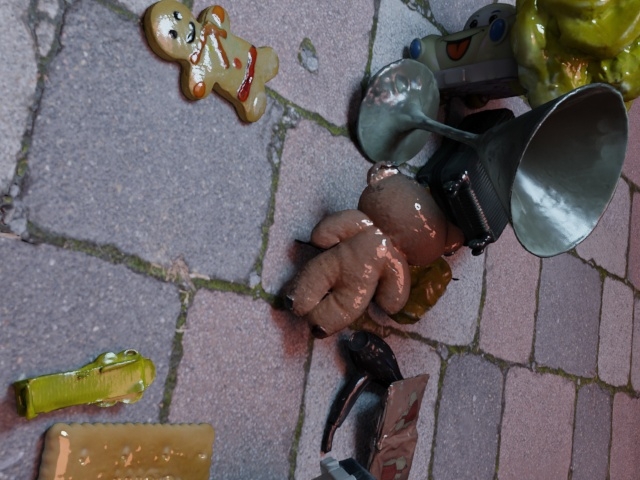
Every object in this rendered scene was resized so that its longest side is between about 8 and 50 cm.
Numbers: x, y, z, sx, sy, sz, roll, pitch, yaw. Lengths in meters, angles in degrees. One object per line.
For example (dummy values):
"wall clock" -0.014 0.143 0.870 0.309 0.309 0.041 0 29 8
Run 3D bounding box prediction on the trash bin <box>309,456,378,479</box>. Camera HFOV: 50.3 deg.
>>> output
"trash bin" -0.063 0.450 0.861 0.367 0.296 0.256 -17 89 -12

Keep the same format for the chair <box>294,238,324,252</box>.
"chair" 0.000 -0.002 1.153 0.086 0.037 0.042 24 81 -46

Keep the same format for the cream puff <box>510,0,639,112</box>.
"cream puff" 0.498 -0.349 1.191 0.291 0.257 0.325 -43 119 -36

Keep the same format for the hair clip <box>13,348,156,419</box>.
"hair clip" -0.286 0.181 0.846 0.173 0.046 0.072 -9 98 -44

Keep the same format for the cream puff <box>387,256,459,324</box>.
"cream puff" 0.161 0.073 1.250 0.121 0.156 0.156 60 41 -69

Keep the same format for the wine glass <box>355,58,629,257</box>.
"wine glass" 0.255 -0.163 1.132 0.267 0.406 0.267 -17 120 -32

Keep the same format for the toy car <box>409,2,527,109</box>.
"toy car" 0.361 -0.396 1.396 0.336 0.242 0.227 -7 96 -47

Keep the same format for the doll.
"doll" 0.072 0.026 1.127 0.303 0.156 0.201 -43 92 -3

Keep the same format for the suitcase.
"suitcase" 0.326 -0.128 1.426 0.312 0.128 0.202 -49 121 -35

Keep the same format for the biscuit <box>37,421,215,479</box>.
"biscuit" -0.247 0.318 0.890 0.249 0.030 0.160 17 76 -44

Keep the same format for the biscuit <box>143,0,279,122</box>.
"biscuit" -0.158 -0.273 1.012 0.234 0.030 0.153 29 66 -42

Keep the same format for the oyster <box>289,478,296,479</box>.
"oyster" -0.099 0.471 1.000 0.222 0.083 0.214 7 75 -29

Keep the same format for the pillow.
"pillow" 0.131 0.360 1.236 0.135 0.049 0.249 -3 105 -52

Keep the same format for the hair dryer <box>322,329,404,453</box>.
"hair dryer" 0.068 0.285 1.207 0.219 0.075 0.195 -55 134 -20
